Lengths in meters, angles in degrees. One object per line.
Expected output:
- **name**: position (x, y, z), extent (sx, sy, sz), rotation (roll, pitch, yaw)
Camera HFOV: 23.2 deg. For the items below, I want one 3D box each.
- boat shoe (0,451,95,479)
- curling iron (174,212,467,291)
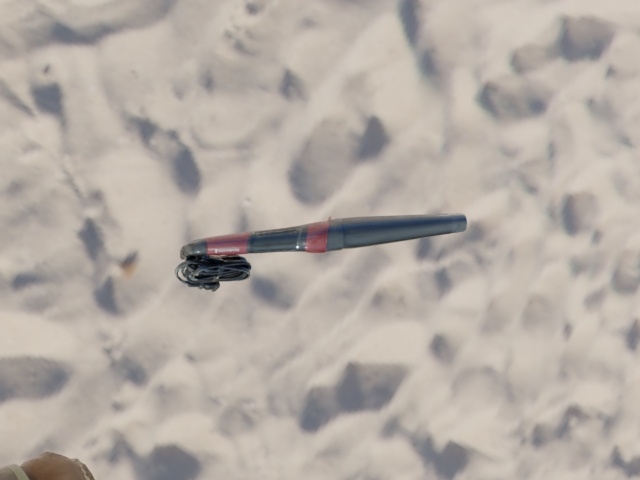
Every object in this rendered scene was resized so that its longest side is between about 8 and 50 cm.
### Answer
- **boat shoe**: position (-0.091, 0.196, 0.774), extent (0.104, 0.111, 0.307), rotation (-21, 141, -15)
- **curling iron**: position (0.000, 0.000, 1.424), extent (0.274, 0.035, 0.068), rotation (-11, 158, -8)
